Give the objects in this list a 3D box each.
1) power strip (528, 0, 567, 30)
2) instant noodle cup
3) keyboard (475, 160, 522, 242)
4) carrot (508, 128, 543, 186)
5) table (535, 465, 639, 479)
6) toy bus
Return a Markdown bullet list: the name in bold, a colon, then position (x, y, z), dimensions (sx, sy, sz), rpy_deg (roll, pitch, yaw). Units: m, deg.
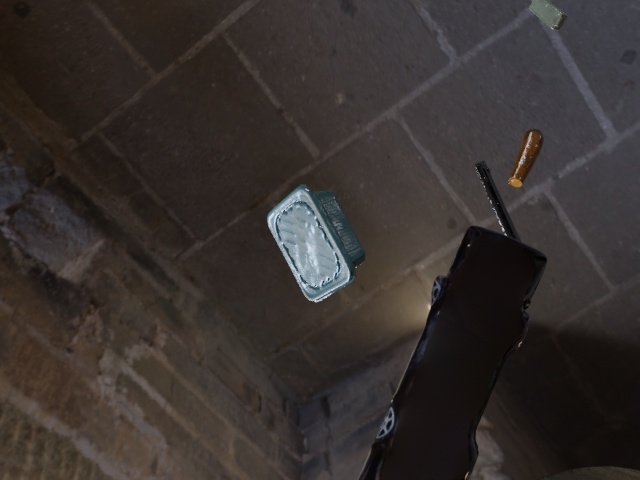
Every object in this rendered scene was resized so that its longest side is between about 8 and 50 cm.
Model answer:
- **power strip**: position (0.356, -0.360, 1.094), dimensions (0.017, 0.083, 0.027), rpy_deg (6, 130, -31)
- **instant noodle cup**: position (0.000, 0.000, 1.163), dimensions (0.157, 0.070, 0.179), rpy_deg (-36, 80, 55)
- **keyboard**: position (0.356, -0.036, 1.337), dimensions (0.017, 0.087, 0.251), rpy_deg (-25, 91, 23)
- **carrot**: position (0.291, -0.117, 0.982), dimensions (0.032, 0.032, 0.093), rpy_deg (34, 66, -15)
- **table**: position (0.477, 0.559, 1.085), dimensions (0.317, 0.317, 0.249), rpy_deg (-40, 108, 17)
- **toy bus**: position (0.073, 0.080, 0.399), dimensions (0.057, 0.072, 0.172), rpy_deg (23, 81, 11)
